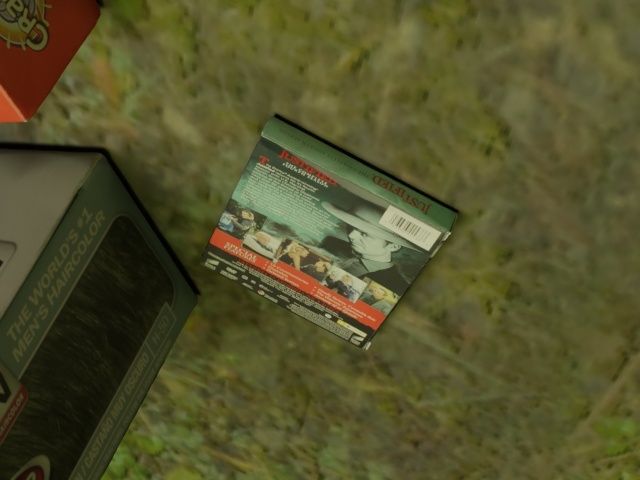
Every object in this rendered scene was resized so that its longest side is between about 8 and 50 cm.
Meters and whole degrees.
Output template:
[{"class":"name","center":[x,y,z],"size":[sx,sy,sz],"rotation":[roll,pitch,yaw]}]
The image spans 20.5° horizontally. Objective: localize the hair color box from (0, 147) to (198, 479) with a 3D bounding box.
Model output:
[{"class":"hair color box","center":[-0.268,0.051,0.862],"size":[0.374,0.185,0.113],"rotation":[4,142,32]}]

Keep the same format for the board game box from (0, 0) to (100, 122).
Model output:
[{"class":"board game box","center":[-0.275,-0.148,0.692],"size":[0.316,0.064,0.242],"rotation":[1,141,35]}]

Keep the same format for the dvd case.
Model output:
[{"class":"dvd case","center":[0.000,0.000,0.756],"size":[0.087,0.013,0.119],"rotation":[27,150,-2]}]
